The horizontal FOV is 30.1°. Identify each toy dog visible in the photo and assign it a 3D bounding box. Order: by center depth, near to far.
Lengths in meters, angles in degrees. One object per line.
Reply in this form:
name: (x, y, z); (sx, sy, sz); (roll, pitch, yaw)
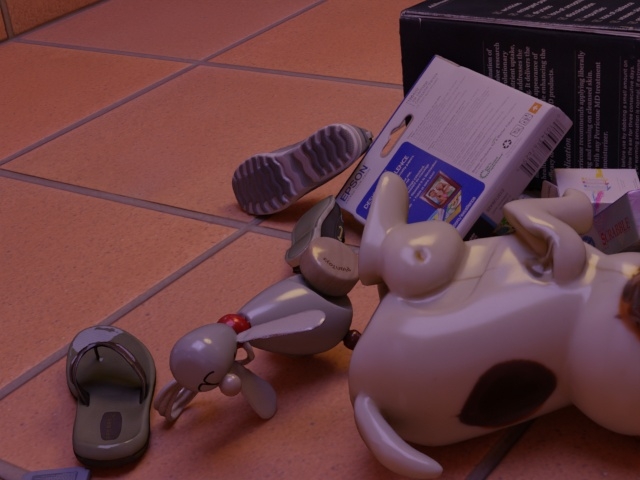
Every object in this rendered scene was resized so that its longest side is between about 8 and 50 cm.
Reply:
toy dog: (0.251, 0.101, 1.369); (0.408, 0.284, 0.395); (2, 31, 15)
toy dog: (-0.040, 0.135, 1.510); (0.161, 0.220, 0.334); (39, 53, 15)

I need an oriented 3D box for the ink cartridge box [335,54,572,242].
ink cartridge box: (0.196, -0.118, 1.859); (0.303, 0.072, 0.307); (-55, 34, 2)

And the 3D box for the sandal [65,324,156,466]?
sandal: (-0.273, 0.182, 1.548); (0.120, 0.086, 0.303); (-12, 25, -9)

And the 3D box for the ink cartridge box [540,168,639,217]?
ink cartridge box: (0.402, -0.046, 1.783); (0.143, 0.092, 0.090); (-1, 38, 2)

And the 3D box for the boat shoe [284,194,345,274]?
boat shoe: (0.000, 0.000, 1.868); (0.081, 0.068, 0.228); (-36, 14, 24)

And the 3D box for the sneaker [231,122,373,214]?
sneaker: (-0.027, -0.117, 2.025); (0.281, 0.105, 0.115); (-19, -2, 34)

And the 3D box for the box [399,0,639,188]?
box: (0.464, -0.301, 2.069); (0.472, 0.297, 0.480); (15, 31, 35)

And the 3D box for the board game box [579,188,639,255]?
board game box: (0.514, -0.028, 1.590); (0.318, 0.066, 0.318); (-11, -11, -7)

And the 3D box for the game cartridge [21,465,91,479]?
game cartridge: (-0.318, 0.294, 1.420); (0.083, 0.017, 0.056); (-6, 23, 4)

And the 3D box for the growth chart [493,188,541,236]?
growth chart: (0.342, -0.041, 1.907); (0.172, 0.021, 0.237); (-28, 33, -34)
